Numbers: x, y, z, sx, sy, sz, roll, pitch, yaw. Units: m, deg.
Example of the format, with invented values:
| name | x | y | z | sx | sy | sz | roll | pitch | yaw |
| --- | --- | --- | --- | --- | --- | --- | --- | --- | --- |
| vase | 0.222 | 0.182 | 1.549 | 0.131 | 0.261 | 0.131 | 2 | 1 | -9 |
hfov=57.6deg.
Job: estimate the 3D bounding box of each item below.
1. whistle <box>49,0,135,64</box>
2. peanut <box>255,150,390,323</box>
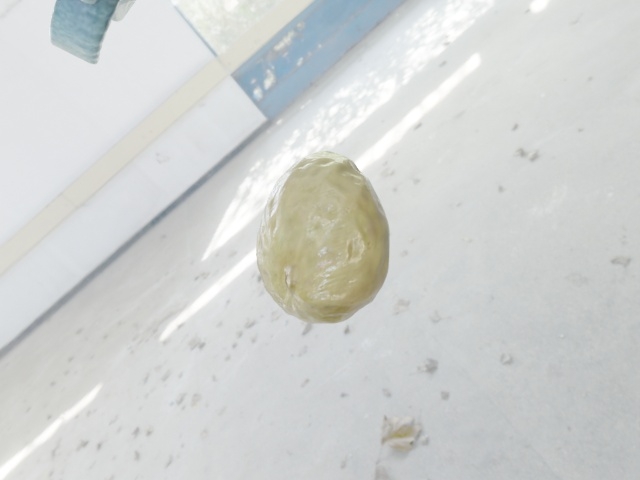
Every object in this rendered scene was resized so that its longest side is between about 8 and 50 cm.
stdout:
| name | x | y | z | sx | sy | sz | roll | pitch | yaw |
| --- | --- | --- | --- | --- | --- | --- | --- | --- | --- |
| whistle | -0.109 | -0.201 | 0.338 | 0.180 | 0.093 | 0.269 | -65 | 16 | -12 |
| peanut | 0.000 | 0.000 | 0.530 | 0.159 | 0.109 | 0.141 | -105 | 24 | -44 |
